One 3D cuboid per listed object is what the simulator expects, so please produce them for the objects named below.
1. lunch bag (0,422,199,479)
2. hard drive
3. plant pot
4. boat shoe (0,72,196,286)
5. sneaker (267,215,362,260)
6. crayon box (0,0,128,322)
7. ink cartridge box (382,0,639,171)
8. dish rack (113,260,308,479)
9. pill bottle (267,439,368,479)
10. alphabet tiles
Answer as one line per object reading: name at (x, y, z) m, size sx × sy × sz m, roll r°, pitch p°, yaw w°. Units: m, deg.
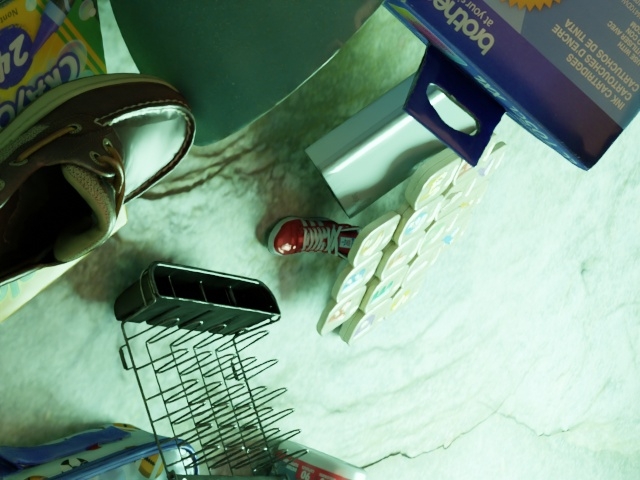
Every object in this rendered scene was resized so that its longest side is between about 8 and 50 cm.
lunch bag at (-0.240, 0.296, 1.554) m, size 0.303 × 0.115 × 0.243 m, roll -13°, pitch 114°, yaw -53°
hard drive at (0.133, -0.145, 1.751) m, size 0.307 × 0.040 × 0.203 m, roll -36°, pitch 165°, yaw 0°
plant pot at (-0.074, -0.252, 1.427) m, size 0.195 × 0.290 × 0.290 m, roll 45°, pitch 64°, yaw -18°
boat shoe at (-0.199, -0.028, 1.254) m, size 0.342 × 0.123 × 0.123 m, roll -27°, pitch 134°, yaw -46°
sneaker at (0.000, 0.000, 1.792) m, size 0.118 × 0.067 × 0.042 m, roll -12°, pitch 114°, yaw -52°
crayon box at (-0.260, -0.060, 1.348) m, size 0.203 × 0.083 × 0.323 m, roll -42°, pitch 144°, yaw -37°
ink cartridge box at (0.223, -0.257, 1.557) m, size 0.270 × 0.151 × 0.395 m, roll 38°, pitch 95°, yaw -25°
dish rack at (-0.093, 0.163, 1.617) m, size 0.208 × 0.074 × 0.272 m, roll 12°, pitch 54°, yaw -55°
pill bottle at (-0.026, 0.324, 1.870) m, size 0.108 × 0.108 × 0.180 m, roll 27°, pitch 82°, yaw -56°
alphabet tiles at (0.108, -0.002, 1.881) m, size 0.278 × 0.021 × 0.284 m, roll -31°, pitch 155°, yaw -43°
